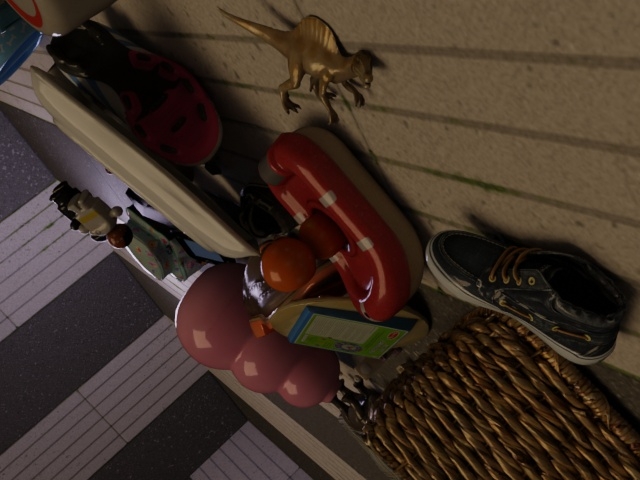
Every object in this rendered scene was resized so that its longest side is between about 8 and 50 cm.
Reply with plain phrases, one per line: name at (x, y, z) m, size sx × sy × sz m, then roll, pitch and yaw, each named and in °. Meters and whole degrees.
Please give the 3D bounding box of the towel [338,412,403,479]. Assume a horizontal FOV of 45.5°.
towel at (0.180, 0.508, 1.645) m, size 0.324 × 0.056 × 0.312 m, roll 49°, pitch 162°, yaw -4°

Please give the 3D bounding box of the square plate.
square plate at (-0.230, -0.089, 1.061) m, size 0.347 × 0.049 × 0.344 m, roll 41°, pitch 178°, yaw -7°

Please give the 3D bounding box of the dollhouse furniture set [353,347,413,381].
dollhouse furniture set at (0.109, 0.203, 1.121) m, size 0.114 × 0.081 × 0.091 m, roll 45°, pitch 162°, yaw 10°

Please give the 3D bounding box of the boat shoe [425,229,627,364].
boat shoe at (0.171, 0.028, 0.645) m, size 0.183 × 0.065 × 0.083 m, roll 32°, pitch 156°, yaw 25°

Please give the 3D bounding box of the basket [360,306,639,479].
basket at (0.234, 0.221, 0.850) m, size 0.299 × 0.223 × 0.213 m, roll 46°, pitch -165°, yaw 7°

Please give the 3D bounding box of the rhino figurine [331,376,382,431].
rhino figurine at (0.091, 0.309, 1.403) m, size 0.106 × 0.073 × 0.243 m, roll 47°, pitch 161°, yaw -4°

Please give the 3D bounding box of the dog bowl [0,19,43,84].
dog bowl at (-0.606, -0.379, 1.466) m, size 0.074 × 0.166 × 0.297 m, roll 42°, pitch 165°, yaw -18°

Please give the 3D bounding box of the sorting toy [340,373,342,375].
sorting toy at (0.006, 0.257, 1.566) m, size 0.075 × 0.044 × 0.083 m, roll 3°, pitch 135°, yaw 40°

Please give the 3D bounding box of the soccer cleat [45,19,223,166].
soccer cleat at (-0.241, -0.207, 1.078) m, size 0.331 × 0.116 × 0.143 m, roll 39°, pitch -178°, yaw 22°

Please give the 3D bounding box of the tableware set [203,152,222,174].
tableware set at (-0.214, -0.167, 1.207) m, size 0.154 × 0.024 × 0.104 m, roll 40°, pitch 164°, yaw 20°

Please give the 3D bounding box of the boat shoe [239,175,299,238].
boat shoe at (-0.079, -0.043, 1.061) m, size 0.077 × 0.070 × 0.219 m, roll 53°, pitch 162°, yaw -14°

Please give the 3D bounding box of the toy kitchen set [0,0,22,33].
toy kitchen set at (-0.422, -0.363, 1.112) m, size 0.166 × 0.122 × 0.207 m, roll 46°, pitch 163°, yaw 8°

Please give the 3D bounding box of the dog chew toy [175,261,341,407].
dog chew toy at (-0.106, 0.189, 1.429) m, size 0.332 × 0.206 × 0.206 m, roll 35°, pitch 161°, yaw 6°

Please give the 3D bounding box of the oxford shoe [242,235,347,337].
oxford shoe at (-0.054, 0.053, 1.128) m, size 0.132 × 0.130 × 0.364 m, roll 65°, pitch 154°, yaw 6°

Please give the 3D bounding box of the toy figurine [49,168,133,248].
toy figurine at (-0.397, -0.091, 1.491) m, size 0.148 × 0.213 × 0.210 m, roll 48°, pitch 162°, yaw -32°

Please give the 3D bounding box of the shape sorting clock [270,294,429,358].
shape sorting clock at (0.038, 0.108, 0.994) m, size 0.206 × 0.040 × 0.206 m, roll 7°, pitch 155°, yaw 3°

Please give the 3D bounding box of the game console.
game console at (-0.219, -0.006, 1.430) m, size 0.213 × 0.043 × 0.361 m, roll 22°, pitch 165°, yaw 10°

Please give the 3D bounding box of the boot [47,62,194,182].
boot at (-0.322, -0.208, 1.295) m, size 0.305 × 0.112 × 0.115 m, roll 48°, pitch -156°, yaw -32°

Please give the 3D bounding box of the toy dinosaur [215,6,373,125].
toy dinosaur at (-0.012, -0.166, 0.707) m, size 0.183 × 0.053 × 0.092 m, roll 29°, pitch 139°, yaw 30°

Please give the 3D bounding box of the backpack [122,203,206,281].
backpack at (-0.338, 0.006, 1.668) m, size 0.166 × 0.144 × 0.188 m, roll 28°, pitch 157°, yaw 35°

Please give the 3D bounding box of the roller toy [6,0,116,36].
roller toy at (-0.319, -0.342, 0.873) m, size 0.191 × 0.146 × 0.209 m, roll 48°, pitch 162°, yaw -1°

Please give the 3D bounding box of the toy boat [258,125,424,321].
toy boat at (0.000, 0.000, 0.833) m, size 0.231 × 0.151 × 0.151 m, roll 49°, pitch 163°, yaw -3°
